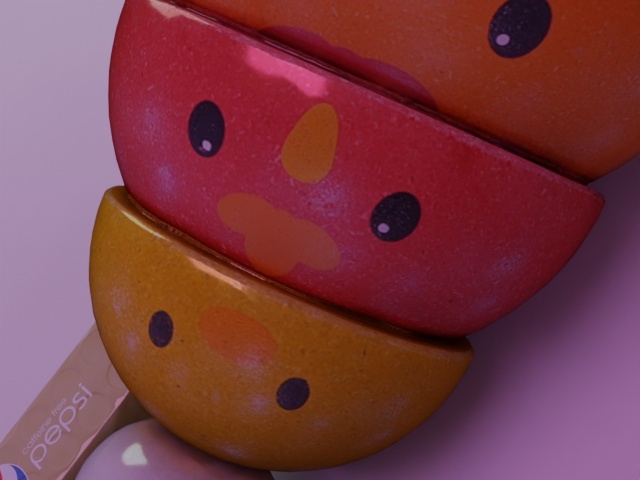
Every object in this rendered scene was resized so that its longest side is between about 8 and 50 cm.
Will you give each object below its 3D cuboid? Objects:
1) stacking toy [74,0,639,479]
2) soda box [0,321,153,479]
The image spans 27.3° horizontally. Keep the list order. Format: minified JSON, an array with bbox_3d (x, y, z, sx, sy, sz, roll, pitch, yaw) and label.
[{"bbox_3d":[0.000,0.000,0.686,0.351,0.351,0.480,26,97,38],"label":"stacking toy"},{"bbox_3d":[-0.158,0.141,0.805,0.061,0.058,0.181,34,85,39],"label":"soda box"}]
